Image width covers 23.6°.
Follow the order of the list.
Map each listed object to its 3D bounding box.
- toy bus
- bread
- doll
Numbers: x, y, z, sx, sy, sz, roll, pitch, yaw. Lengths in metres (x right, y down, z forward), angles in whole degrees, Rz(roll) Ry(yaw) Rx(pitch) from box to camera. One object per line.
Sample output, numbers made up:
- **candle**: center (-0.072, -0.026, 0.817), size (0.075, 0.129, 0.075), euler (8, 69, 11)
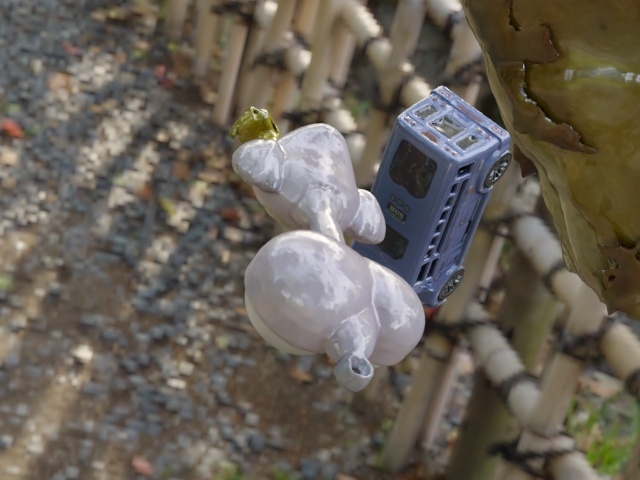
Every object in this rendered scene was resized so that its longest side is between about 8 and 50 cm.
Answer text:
- **toy bus**: center (0.122, -0.034, 1.878), size (0.125, 0.292, 0.133), euler (39, 45, 23)
- **bread**: center (0.233, -0.133, 0.731), size (0.324, 0.277, 0.167), euler (-24, 14, 3)
- **doll**: center (0.001, -0.001, 1.298), size (0.160, 0.094, 0.365), euler (29, 27, -26)
